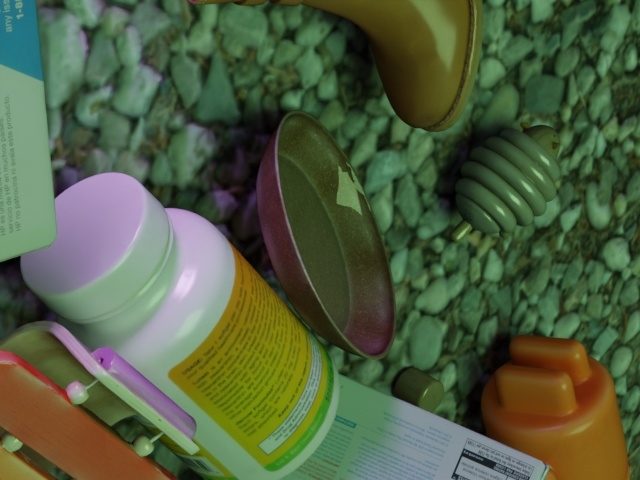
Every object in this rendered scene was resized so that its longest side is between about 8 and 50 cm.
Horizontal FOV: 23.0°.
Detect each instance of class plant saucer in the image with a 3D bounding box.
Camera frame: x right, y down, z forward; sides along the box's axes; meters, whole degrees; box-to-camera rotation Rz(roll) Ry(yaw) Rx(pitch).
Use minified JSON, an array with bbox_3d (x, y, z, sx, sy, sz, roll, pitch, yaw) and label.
[{"bbox_3d":[0.000,0.000,1.189,0.198,0.036,0.198,54,24,-39],"label":"plant saucer"}]

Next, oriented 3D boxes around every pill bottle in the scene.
[{"bbox_3d":[-0.099,0.063,1.113,0.136,0.136,0.245,-53,134,-14],"label":"pill bottle"}]

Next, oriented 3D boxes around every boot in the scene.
[{"bbox_3d":[0.005,-0.191,1.123,0.220,0.109,0.283,-24,120,-36],"label":"boot"}]

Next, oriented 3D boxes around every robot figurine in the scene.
[{"bbox_3d":[0.221,0.191,1.476,0.128,0.158,0.219,-20,125,-3],"label":"robot figurine"}]

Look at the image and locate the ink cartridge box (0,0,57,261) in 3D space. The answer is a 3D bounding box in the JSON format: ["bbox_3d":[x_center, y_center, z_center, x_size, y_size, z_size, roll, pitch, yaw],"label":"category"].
[{"bbox_3d":[-0.314,-0.074,0.858,0.307,0.129,0.223,-19,120,-37],"label":"ink cartridge box"}]

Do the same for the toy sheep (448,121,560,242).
[{"bbox_3d":[0.159,-0.047,1.351,0.132,0.091,0.091,-52,134,-7],"label":"toy sheep"}]

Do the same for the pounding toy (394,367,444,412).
[{"bbox_3d":[0.079,0.222,1.378,0.181,0.094,0.206,9,101,-45],"label":"pounding toy"}]

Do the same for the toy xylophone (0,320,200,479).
[{"bbox_3d":[-0.218,0.185,1.033,0.323,0.081,0.236,-43,133,11],"label":"toy xylophone"}]

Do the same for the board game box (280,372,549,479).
[{"bbox_3d":[0.017,0.273,1.225,0.097,0.224,0.303,74,40,-75],"label":"board game box"}]
